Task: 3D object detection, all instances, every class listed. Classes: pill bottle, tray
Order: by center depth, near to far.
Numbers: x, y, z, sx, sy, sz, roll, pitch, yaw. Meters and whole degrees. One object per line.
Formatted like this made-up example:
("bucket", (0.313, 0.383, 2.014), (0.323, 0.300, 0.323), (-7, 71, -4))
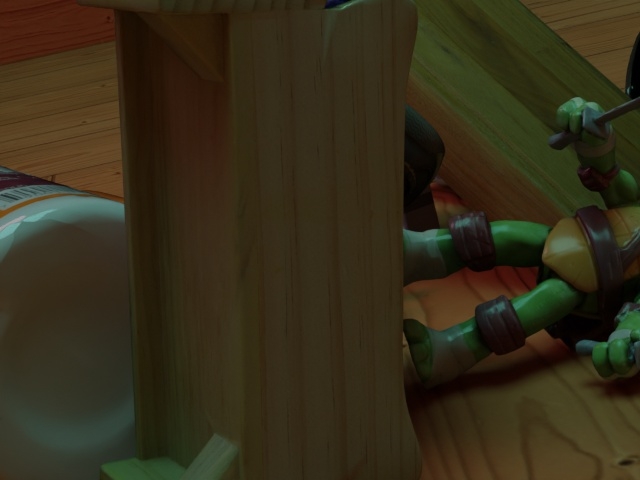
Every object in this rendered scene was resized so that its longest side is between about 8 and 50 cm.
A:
("pill bottle", (-0.263, 0.055, 1.304), (0.224, 0.224, 0.392), (-20, 18, -27))
("tray", (0.144, -0.148, 1.510), (0.411, 0.076, 0.203), (45, 44, 17))

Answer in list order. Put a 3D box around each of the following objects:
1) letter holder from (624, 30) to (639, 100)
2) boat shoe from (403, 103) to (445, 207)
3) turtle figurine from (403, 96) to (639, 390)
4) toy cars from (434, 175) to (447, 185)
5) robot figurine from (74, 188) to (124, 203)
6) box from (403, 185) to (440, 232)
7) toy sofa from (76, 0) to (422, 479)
("letter holder", (0.393, -0.186, 1.677), (0.152, 0.214, 0.302), (-7, 17, 17))
("boat shoe", (-0.029, -0.014, 1.237), (0.355, 0.132, 0.130), (-29, 31, 60))
("turtle figurine", (0.180, 0.002, 1.214), (0.266, 0.198, 0.275), (-17, 9, 4))
("toy cars", (0.068, -0.081, 1.787), (0.393, 0.087, 0.176), (-2, -2, 19))
("robot figurine", (-0.216, 0.016, 1.579), (0.158, 0.128, 0.219), (-43, 27, -20))
("box", (0.056, -0.088, 1.631), (0.038, 0.186, 0.145), (-22, 17, -18))
("toy sofa", (-0.047, 0.003, 1.069), (0.177, 0.363, 0.150), (-7, 12, -27))
